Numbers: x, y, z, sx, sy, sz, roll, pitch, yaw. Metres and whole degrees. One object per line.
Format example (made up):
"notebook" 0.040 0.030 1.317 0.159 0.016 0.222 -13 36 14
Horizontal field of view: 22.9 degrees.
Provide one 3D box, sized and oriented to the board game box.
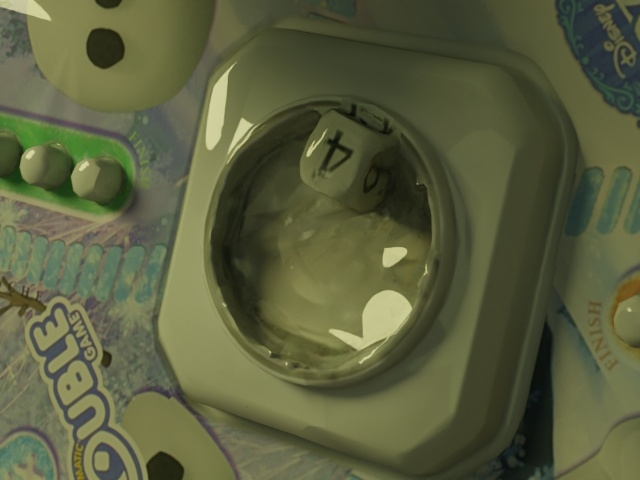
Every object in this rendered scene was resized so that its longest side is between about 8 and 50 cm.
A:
"board game box" 0.000 0.000 0.448 0.390 0.050 0.390 -36 69 25
